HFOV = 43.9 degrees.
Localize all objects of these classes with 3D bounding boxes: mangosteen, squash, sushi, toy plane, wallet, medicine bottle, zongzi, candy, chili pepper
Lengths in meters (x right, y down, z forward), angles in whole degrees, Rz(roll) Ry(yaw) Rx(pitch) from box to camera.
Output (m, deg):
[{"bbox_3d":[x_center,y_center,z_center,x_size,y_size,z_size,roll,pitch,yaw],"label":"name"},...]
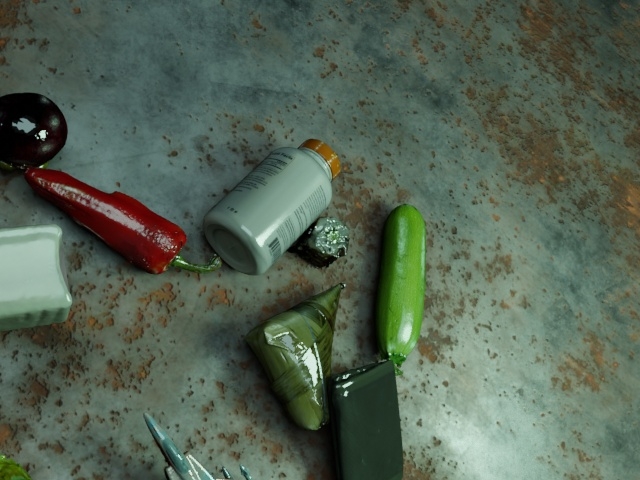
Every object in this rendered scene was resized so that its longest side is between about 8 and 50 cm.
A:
[{"bbox_3d":[-0.533,-0.190,1.433,0.152,0.152,0.152,7,69,-19],"label":"mangosteen"},{"bbox_3d":[0.164,0.097,1.616,0.101,0.101,0.378,16,62,-16],"label":"squash"},{"bbox_3d":[0.001,0.000,1.595,0.098,0.084,0.094,28,64,-15],"label":"sushi"},{"bbox_3d":[-0.209,0.427,1.339,0.223,0.104,0.326,-35,89,-29],"label":"toy plane"},{"bbox_3d":[0.086,0.355,1.474,0.168,0.052,0.245,-12,99,-41],"label":"wallet"},{"bbox_3d":[-0.082,-0.077,1.550,0.157,0.157,0.288,44,61,-1],"label":"medicine bottle"},{"bbox_3d":[-0.001,0.219,1.507,0.242,0.112,0.221,-26,94,-40],"label":"zongzi"},{"bbox_3d":[-0.586,0.078,1.270,0.359,0.208,0.145,-7,80,-25],"label":"candy"},{"bbox_3d":[-0.362,-0.029,1.449,0.387,0.110,0.110,32,63,-7],"label":"chili pepper"}]

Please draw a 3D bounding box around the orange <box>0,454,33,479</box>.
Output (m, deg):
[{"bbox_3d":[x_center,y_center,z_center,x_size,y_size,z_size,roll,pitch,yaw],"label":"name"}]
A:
[{"bbox_3d":[-0.510,0.447,1.117,0.300,0.223,0.301,13,59,18],"label":"orange"}]
